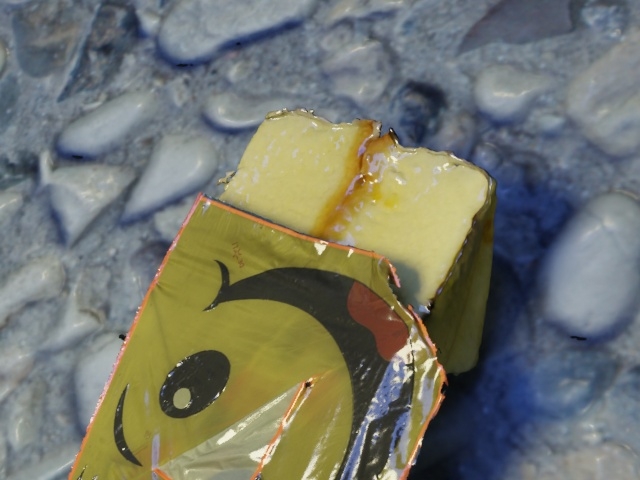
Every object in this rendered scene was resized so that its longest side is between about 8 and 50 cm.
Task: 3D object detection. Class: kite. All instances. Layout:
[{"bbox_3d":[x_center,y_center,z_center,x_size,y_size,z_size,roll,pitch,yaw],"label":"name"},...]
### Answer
[{"bbox_3d":[-0.065,0.129,1.362,0.327,0.013,0.377,-32,56,17],"label":"kite"}]

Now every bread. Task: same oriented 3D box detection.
[{"bbox_3d":[0.000,0.000,1.420,0.240,0.135,0.178,14,103,36],"label":"bread"}]
